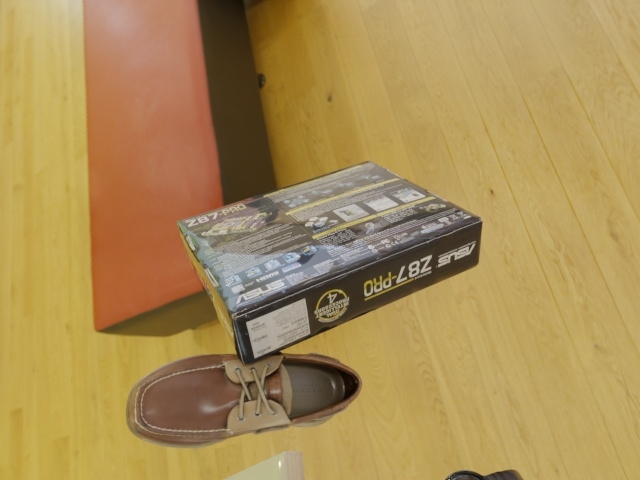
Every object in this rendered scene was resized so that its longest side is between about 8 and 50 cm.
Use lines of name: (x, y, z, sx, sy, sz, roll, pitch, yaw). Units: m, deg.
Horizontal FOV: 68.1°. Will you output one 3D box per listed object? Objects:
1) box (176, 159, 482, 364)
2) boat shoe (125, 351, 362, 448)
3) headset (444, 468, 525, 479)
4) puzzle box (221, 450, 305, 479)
box: (0.000, 0.000, 0.764, 0.318, 0.394, 0.097, 42, 146, 51)
boat shoe: (-0.084, 0.199, 0.635, 0.116, 0.324, 0.123, -37, 58, 47)
headset: (0.309, 0.631, 1.126, 0.185, 0.394, 0.243, -123, 38, -46)
puzzle box: (-0.160, 0.680, 1.100, 0.409, 0.052, 0.272, -41, 46, 39)
